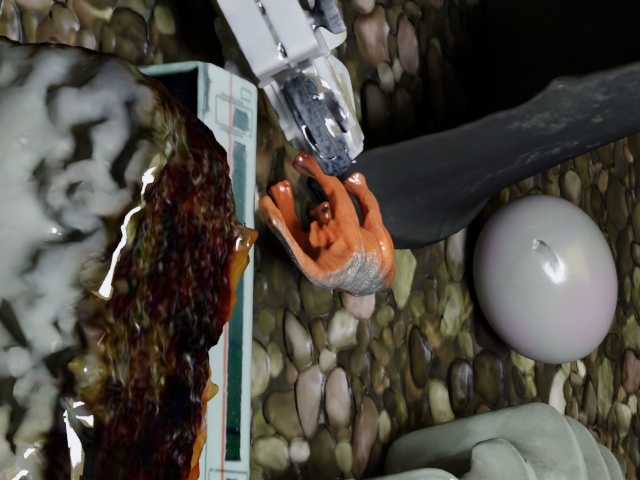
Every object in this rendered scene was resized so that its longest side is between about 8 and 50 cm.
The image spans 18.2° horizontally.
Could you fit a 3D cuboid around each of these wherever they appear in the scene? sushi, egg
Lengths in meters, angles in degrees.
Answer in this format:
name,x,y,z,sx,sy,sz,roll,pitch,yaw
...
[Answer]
name,x,y,z,sx,sy,sz,roll,pitch,yaw
sushi,-0.147,0.059,0.875,0.182,0.196,0.343,62,39,-65
egg,0.164,0.029,1.456,0.103,0.103,0.135,-56,135,-46

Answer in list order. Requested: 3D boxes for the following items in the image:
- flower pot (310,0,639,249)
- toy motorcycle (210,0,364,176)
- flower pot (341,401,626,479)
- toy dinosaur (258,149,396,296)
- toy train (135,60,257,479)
name,x,y,z,sx,sy,sz,roll,pitch,yaw
flower pot,0.145,-0.194,1.320,0.379,0.251,0.379,19,68,-57
toy motorcycle,-0.035,-0.143,1.146,0.228,0.074,0.151,62,4,-10
flower pot,0.102,0.242,1.250,0.367,0.165,0.254,-21,93,-60
toy dinosaur,0.005,-0.003,1.201,0.101,0.055,0.279,62,15,22
toy train,-0.083,0.113,1.051,0.088,0.086,0.407,21,69,-64
